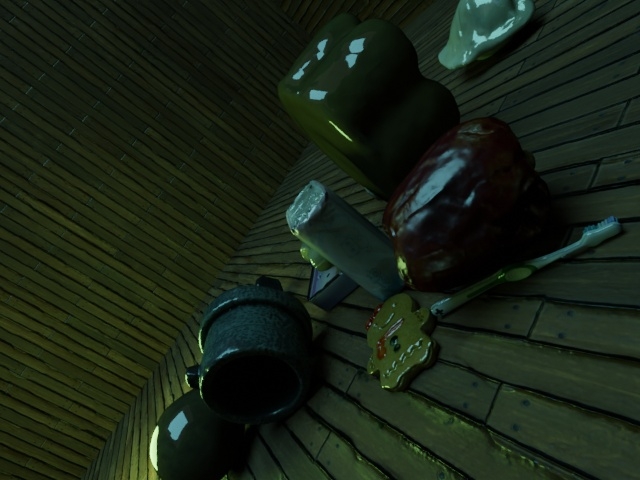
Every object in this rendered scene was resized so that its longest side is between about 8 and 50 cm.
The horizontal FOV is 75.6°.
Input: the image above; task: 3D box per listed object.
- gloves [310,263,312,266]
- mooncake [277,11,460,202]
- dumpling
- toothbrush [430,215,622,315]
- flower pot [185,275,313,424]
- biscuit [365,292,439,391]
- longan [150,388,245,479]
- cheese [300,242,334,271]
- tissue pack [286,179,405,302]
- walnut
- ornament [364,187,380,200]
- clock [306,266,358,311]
[{"bbox_3d":[-0.017,0.062,1.414,0.064,0.026,0.086,-53,17,9],"label":"gloves"},{"bbox_3d":[0.126,-0.300,1.015,0.262,0.467,0.467,-46,17,1],"label":"mooncake"},{"bbox_3d":[0.460,-0.627,1.222,0.243,0.187,0.318,-47,21,10],"label":"dumpling"},{"bbox_3d":[0.286,0.051,0.618,0.304,0.030,0.030,-38,22,37],"label":"toothbrush"},{"bbox_3d":[-0.165,0.263,0.998,0.299,0.299,0.283,-47,26,19],"label":"flower pot"},{"bbox_3d":[0.139,0.173,0.765,0.166,0.036,0.225,-49,17,18],"label":"biscuit"},{"bbox_3d":[-0.292,0.479,1.016,0.248,0.248,0.248,-47,18,20],"label":"longan"},{"bbox_3d":[0.000,0.000,1.151,0.163,0.082,0.286,-56,16,-9],"label":"cheese"},{"bbox_3d":[0.062,-0.003,0.908,0.124,0.271,0.201,-50,17,5],"label":"tissue pack"},{"bbox_3d":[0.225,-0.049,0.670,0.269,0.222,0.244,-37,-16,18],"label":"walnut"},{"bbox_3d":[0.205,-0.204,1.262,0.156,0.081,0.075,-52,20,20],"label":"ornament"},{"bbox_3d":[0.040,0.082,1.140,0.144,0.073,0.193,-44,20,28],"label":"clock"}]
